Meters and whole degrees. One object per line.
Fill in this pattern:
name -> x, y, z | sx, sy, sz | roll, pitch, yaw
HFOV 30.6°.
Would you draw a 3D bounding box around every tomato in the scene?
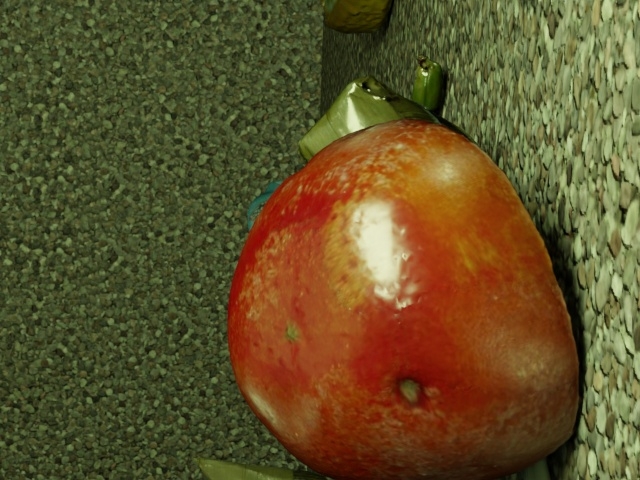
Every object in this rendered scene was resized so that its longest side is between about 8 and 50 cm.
tomato -> 0.030, 0.069, 0.940 | 0.338, 0.143, 0.339 | 15, 110, 44

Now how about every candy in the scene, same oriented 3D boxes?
candy -> 0.060, -0.473, 1.953 | 0.260, 0.117, 0.260 | 180, 90, -83

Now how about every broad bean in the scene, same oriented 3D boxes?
broad bean -> 0.122, -0.164, 1.516 | 0.052, 0.052, 0.256 | -50, -7, -18

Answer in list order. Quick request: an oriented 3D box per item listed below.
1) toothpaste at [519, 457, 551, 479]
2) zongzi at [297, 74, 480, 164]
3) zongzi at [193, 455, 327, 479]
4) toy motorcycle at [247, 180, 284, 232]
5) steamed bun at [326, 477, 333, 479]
toothpaste -> 0.173, 0.209, 0.929 | 0.218, 0.033, 0.052 | -90, 5, -47
zongzi -> 0.137, -0.020, 1.105 | 0.125, 0.274, 0.251 | -43, 63, 22
zongzi -> -0.017, 0.401, 1.450 | 0.289, 0.317, 0.154 | -102, 33, -68
toy motorcycle -> 0.000, 0.000, 1.813 | 0.416, 0.232, 0.172 | 105, 163, -71
steamed bun -> 0.095, 0.156, 1.177 | 0.232, 0.145, 0.232 | 14, -90, -88
